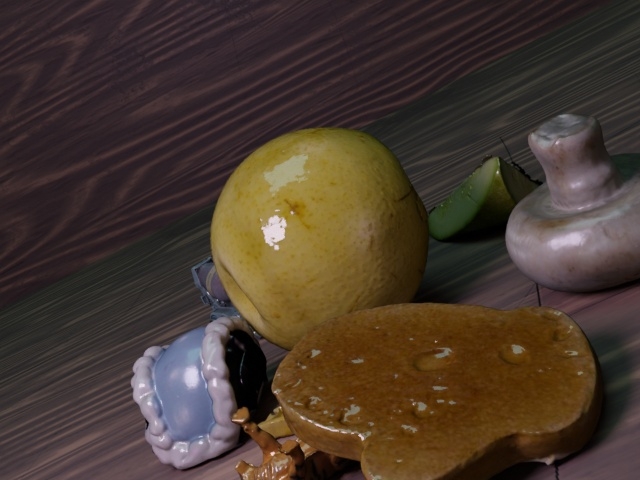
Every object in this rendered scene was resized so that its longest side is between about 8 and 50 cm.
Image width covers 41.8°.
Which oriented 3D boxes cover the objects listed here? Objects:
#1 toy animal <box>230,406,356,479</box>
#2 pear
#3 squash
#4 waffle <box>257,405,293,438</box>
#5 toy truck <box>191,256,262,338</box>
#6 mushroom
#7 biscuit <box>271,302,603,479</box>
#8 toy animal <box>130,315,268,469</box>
[{"bbox_3d":[0.020,0.229,0.977,0.255,0.116,0.114,-23,33,-8],"label":"toy animal"},{"bbox_3d":[0.000,0.000,1.270,0.348,0.348,0.348,-26,14,7],"label":"pear"},{"bbox_3d":[0.247,-0.057,1.487,0.252,0.093,0.169,-16,-26,37],"label":"squash"},{"bbox_3d":[-0.006,0.210,1.189,0.125,0.032,0.191,-23,13,27],"label":"waffle"},{"bbox_3d":[-0.156,0.100,1.614,0.108,0.140,0.257,-35,15,-28],"label":"toy truck"},{"bbox_3d":[0.346,-0.059,1.079,0.243,0.243,0.243,-26,14,7],"label":"mushroom"},{"bbox_3d":[0.117,0.168,0.874,0.344,0.057,0.287,-3,32,15],"label":"biscuit"},{"bbox_3d":[-0.181,0.212,1.234,0.204,0.156,0.208,-23,16,18],"label":"toy animal"}]
